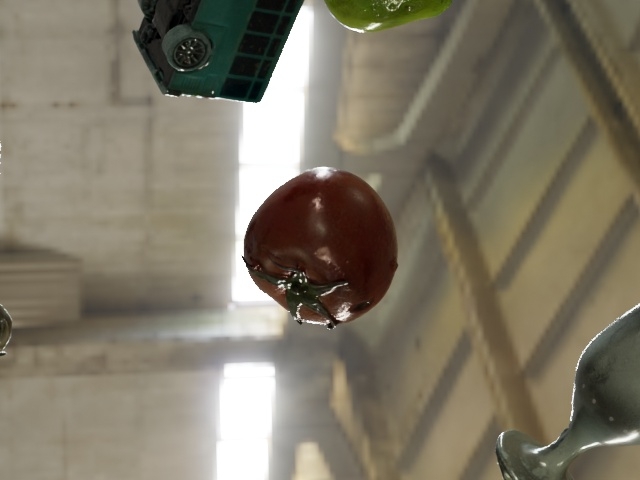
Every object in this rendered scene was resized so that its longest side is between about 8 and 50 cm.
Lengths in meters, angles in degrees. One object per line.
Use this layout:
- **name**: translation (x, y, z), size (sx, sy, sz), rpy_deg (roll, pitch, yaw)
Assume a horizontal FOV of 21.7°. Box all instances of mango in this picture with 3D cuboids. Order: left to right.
- **mango**: translation (0.082, -0.323, 2.077), size (0.089, 0.163, 0.117), rpy_deg (-52, 128, -83)

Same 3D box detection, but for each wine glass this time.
- **wine glass**: translation (0.294, 0.167, 1.679), size (0.241, 0.126, 0.126), rpy_deg (-47, -147, 25)

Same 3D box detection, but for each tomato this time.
- **tomato**: translation (0.000, 0.000, 1.764), size (0.167, 0.167, 0.167), rpy_deg (179, -90, -80)

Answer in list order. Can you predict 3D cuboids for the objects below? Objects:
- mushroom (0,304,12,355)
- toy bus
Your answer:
- **mushroom**: translation (-0.392, 0.016, 1.676), size (0.096, 0.099, 0.278), rpy_deg (-50, 128, -42)
- **toy bus**: translation (-0.083, -0.275, 1.683), size (0.256, 0.147, 0.128), rpy_deg (-64, -143, 30)
